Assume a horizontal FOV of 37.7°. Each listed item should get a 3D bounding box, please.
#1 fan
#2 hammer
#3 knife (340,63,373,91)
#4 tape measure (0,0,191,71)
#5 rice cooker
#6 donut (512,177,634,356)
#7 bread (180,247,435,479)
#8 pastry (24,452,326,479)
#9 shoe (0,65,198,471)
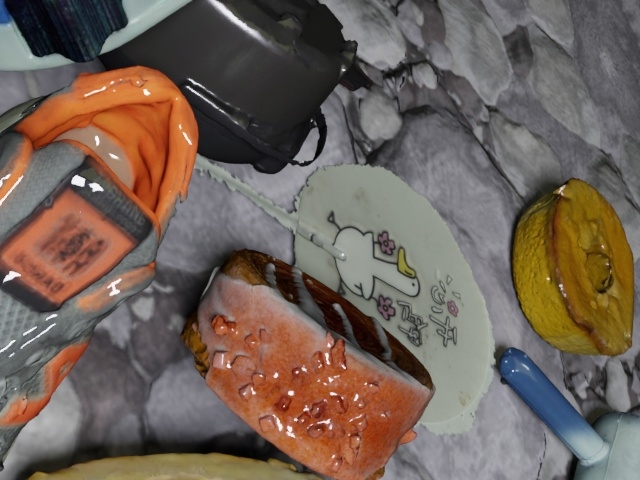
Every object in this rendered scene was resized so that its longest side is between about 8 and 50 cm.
[{"bbox_3d":[-0.001,0.000,0.717,0.414,0.012,0.233,33,44,-29],"label":"fan"},{"bbox_3d":[0.222,0.164,0.823,0.194,0.069,0.116,46,46,-12],"label":"hammer"},{"bbox_3d":[-0.035,-0.182,0.767,0.230,0.028,0.060,27,41,-35],"label":"knife"},{"bbox_3d":[-0.193,-0.242,0.551,0.215,0.098,0.351,-37,60,-15],"label":"tape measure"},{"bbox_3d":[-0.068,-0.135,0.627,0.203,0.118,0.142,38,28,-17],"label":"rice cooker"},{"bbox_3d":[0.246,0.029,0.913,0.162,0.065,0.178,46,44,-26],"label":"donut"},{"bbox_3d":[-0.006,0.073,0.571,0.160,0.073,0.160,37,6,-4],"label":"bread"},{"bbox_3d":[-0.059,0.230,0.434,0.255,0.170,0.237,-7,33,-29],"label":"pastry"},{"bbox_3d":[-0.149,0.026,0.441,0.132,0.171,0.336,47,44,-19],"label":"shoe"}]
